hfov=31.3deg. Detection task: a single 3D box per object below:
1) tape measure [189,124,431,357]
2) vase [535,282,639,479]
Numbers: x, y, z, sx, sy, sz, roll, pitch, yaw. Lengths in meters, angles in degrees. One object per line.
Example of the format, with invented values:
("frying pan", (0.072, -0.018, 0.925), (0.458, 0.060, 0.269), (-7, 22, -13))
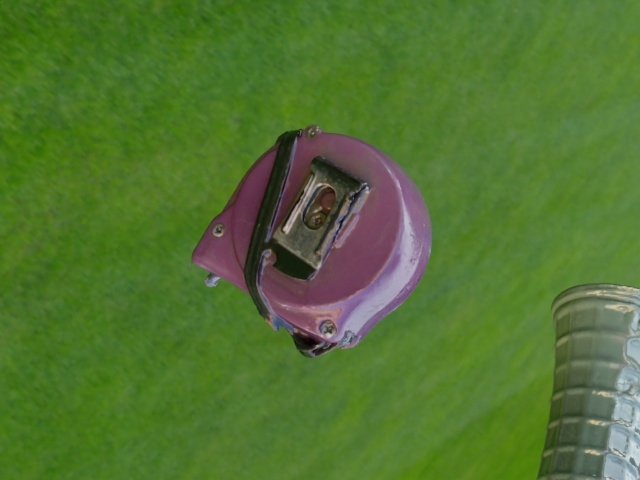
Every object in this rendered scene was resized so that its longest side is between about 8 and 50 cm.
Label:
("tape measure", (0.000, 0.000, 0.662), (0.125, 0.118, 0.074), (-61, 155, 0))
("vase", (0.266, 0.202, 1.103), (0.143, 0.143, 0.298), (83, 22, -57))
